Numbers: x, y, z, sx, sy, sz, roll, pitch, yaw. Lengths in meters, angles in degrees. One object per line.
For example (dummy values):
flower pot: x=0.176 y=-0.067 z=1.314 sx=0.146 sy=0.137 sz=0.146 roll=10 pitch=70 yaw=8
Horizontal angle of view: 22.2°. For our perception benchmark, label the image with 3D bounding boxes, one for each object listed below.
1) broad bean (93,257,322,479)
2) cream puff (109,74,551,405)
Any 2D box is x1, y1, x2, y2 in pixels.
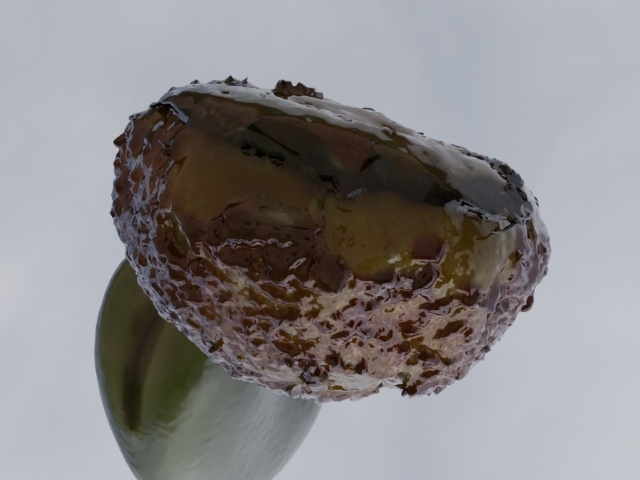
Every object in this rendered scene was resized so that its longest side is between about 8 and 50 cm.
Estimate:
broad bean: x=-0.071 y=0.110 z=1.209 sx=0.121 sy=0.263 sz=0.189 roll=19 pitch=-110 yaw=34
cream puff: x=0.001 y=0.000 z=0.865 sx=0.240 sy=0.240 sz=0.164 roll=21 pitch=-90 yaw=39
